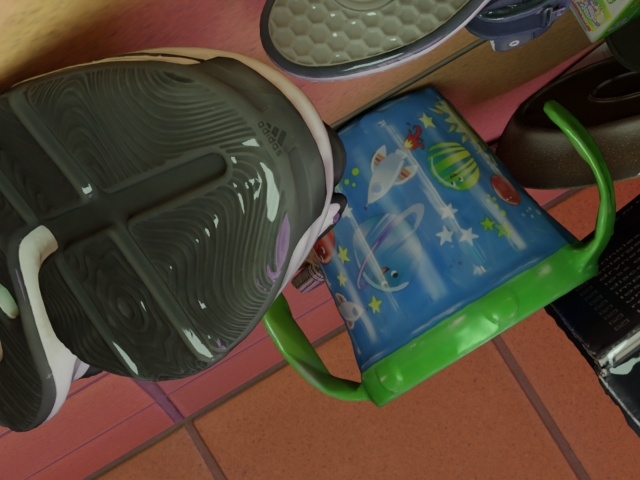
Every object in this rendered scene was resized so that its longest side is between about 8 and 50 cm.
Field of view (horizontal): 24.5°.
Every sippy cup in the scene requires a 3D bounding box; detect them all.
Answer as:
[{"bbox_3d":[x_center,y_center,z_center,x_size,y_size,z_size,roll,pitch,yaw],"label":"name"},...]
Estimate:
[{"bbox_3d":[0.092,-0.004,1.316,0.305,0.224,0.240,-30,174,-14],"label":"sippy cup"}]

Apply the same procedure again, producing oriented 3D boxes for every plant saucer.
[{"bbox_3d":[0.316,-0.137,1.474,0.311,0.050,0.310,-18,-163,6],"label":"plant saucer"}]

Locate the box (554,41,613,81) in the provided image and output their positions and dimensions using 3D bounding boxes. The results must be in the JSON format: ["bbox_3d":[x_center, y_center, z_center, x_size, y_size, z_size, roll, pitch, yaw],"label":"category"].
[{"bbox_3d":[0.412,-0.228,1.763,0.322,0.058,0.232,-25,170,-46],"label":"box"}]

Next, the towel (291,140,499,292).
[{"bbox_3d":[0.152,-0.040,1.969,0.324,0.056,0.312,-25,170,-45],"label":"towel"}]

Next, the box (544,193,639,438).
[{"bbox_3d":[0.481,0.030,1.335,0.480,0.297,0.472,-39,-175,6],"label":"box"}]

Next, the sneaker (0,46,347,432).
[{"bbox_3d":[-0.069,-0.042,0.845,0.257,0.169,0.447,-37,-176,-31],"label":"sneaker"}]

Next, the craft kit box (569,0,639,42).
[{"bbox_3d":[0.345,-0.277,1.201,0.247,0.061,0.250,-32,173,-15],"label":"craft kit box"}]

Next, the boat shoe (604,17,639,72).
[{"bbox_3d":[0.388,-0.198,1.329,0.104,0.110,0.307,-30,-149,-20],"label":"boat shoe"}]

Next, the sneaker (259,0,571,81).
[{"bbox_3d":[0.067,-0.141,0.861,0.226,0.086,0.163,-31,170,-9],"label":"sneaker"}]

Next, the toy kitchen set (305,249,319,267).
[{"bbox_3d":[0.000,0.000,1.725,0.068,0.075,0.083,-29,133,-37],"label":"toy kitchen set"}]
